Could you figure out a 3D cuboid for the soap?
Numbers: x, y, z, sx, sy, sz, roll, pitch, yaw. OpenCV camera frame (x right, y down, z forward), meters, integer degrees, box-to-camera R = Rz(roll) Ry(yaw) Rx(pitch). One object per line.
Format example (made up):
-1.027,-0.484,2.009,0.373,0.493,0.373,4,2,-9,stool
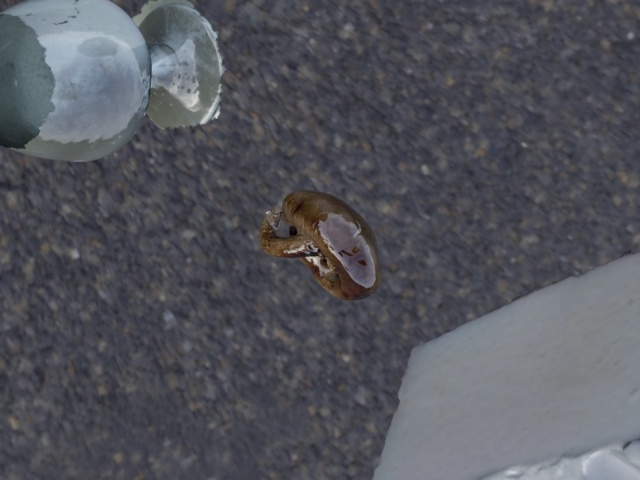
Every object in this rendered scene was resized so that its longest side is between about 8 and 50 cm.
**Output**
0.213,0.153,0.784,0.302,0.159,0.258,35,137,-26,soap

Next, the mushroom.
0.001,-0.001,1.377,0.080,0.171,0.135,-44,137,-28,mushroom

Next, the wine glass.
-0.303,-0.223,1.727,0.323,0.238,0.238,-11,122,-53,wine glass
